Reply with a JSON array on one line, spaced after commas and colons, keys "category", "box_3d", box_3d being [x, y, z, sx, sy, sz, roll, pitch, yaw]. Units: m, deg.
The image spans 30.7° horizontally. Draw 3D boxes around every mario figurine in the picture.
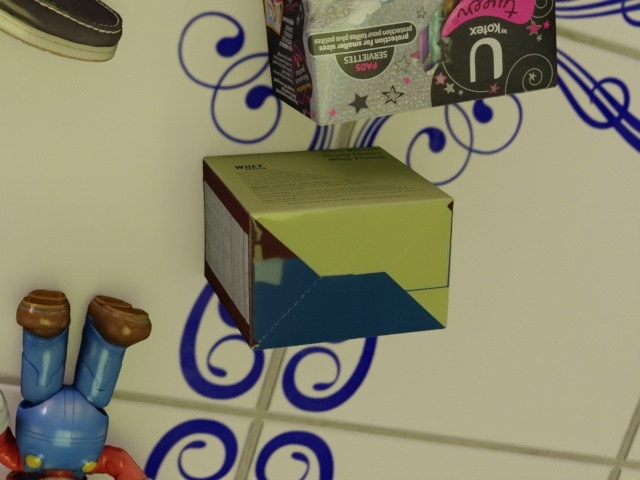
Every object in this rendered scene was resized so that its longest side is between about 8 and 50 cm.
[{"category": "mario figurine", "box_3d": [-0.251, 0.221, 1.167, 0.198, 0.170, 0.320, 11, 99, 13]}]

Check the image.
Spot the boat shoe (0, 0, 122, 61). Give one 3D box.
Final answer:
[{"category": "boat shoe", "box_3d": [-0.292, -0.257, 1.020, 0.285, 0.103, 0.092, 30, 113, -20]}]

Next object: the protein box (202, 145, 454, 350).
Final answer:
[{"category": "protein box", "box_3d": [0.000, 0.000, 1.160, 0.200, 0.201, 0.135, -5, 110, -17]}]

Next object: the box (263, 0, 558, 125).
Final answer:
[{"category": "box", "box_3d": [0.085, -0.207, 1.136, 0.247, 0.163, 0.142, -12, 111, -14]}]
